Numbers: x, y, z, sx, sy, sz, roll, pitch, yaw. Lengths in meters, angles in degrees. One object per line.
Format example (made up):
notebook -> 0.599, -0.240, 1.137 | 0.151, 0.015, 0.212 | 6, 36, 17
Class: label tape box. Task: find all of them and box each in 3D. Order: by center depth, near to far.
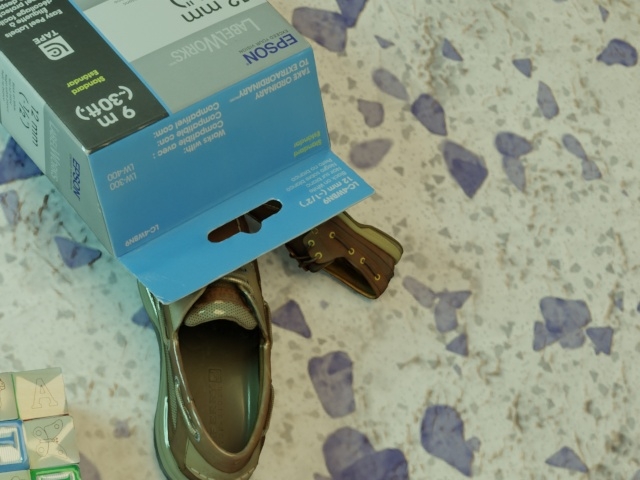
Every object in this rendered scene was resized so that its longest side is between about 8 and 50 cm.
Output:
label tape box -> -0.143, -0.135, 1.536 | 0.249, 0.115, 0.347 | -29, 60, -27

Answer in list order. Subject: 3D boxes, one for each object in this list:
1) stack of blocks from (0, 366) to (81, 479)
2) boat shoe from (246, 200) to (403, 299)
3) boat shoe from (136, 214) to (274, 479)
stack of blocks -> -0.282, 0.266, 1.399 | 0.171, 0.087, 0.297 | -5, 71, -22
boat shoe -> 0.000, 0.000, 1.607 | 0.178, 0.064, 0.060 | 28, 67, -26
boat shoe -> -0.094, 0.067, 1.529 | 0.123, 0.116, 0.324 | -2, 70, -21
